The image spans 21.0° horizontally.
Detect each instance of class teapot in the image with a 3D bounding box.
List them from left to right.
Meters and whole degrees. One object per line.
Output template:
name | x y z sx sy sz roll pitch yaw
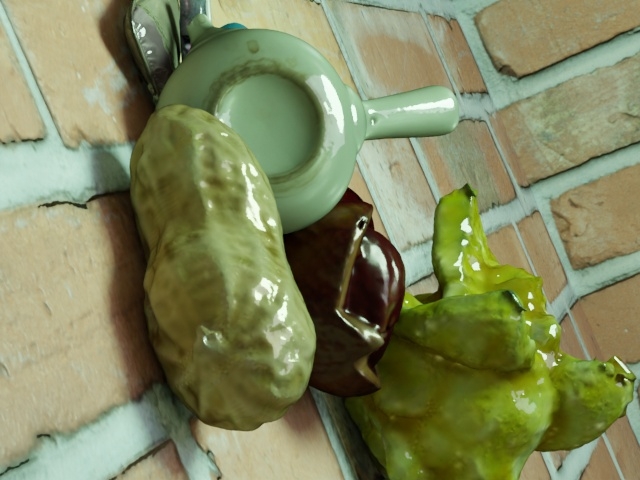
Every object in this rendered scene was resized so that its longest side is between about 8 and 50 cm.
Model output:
teapot | -0.014 -0.097 1.741 0.149 0.318 0.220 160 -55 -73

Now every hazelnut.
hazelnut | 0.019 0.064 1.792 0.202 0.160 0.170 63 30 -25

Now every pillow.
pillow | -0.170 -0.225 1.812 0.233 0.038 0.131 -89 161 -58

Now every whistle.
whistle | -0.129 -0.169 1.800 0.033 0.033 0.177 -30 117 -74

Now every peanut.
peanut | -0.097 0.020 1.537 0.153 0.140 0.325 15 50 -49

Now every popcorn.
popcorn | 0.154 0.137 1.931 0.321 0.290 0.326 52 -9 7

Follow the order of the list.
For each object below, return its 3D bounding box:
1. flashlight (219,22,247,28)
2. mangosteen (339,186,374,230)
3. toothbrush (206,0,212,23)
flashlight | -0.091 -0.227 2.059 0.129 0.051 0.051 16 52 -74
mangosteen | 0.000 0.000 1.928 0.140 0.140 0.140 57 18 -31
toothbrush | -0.142 -0.308 1.867 0.040 0.042 0.418 8 71 -80
